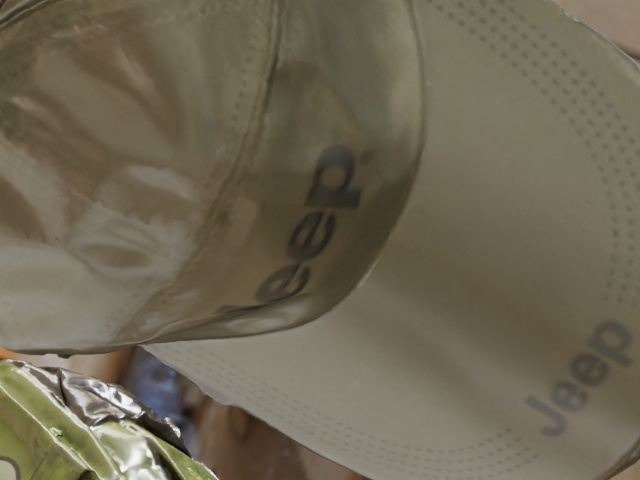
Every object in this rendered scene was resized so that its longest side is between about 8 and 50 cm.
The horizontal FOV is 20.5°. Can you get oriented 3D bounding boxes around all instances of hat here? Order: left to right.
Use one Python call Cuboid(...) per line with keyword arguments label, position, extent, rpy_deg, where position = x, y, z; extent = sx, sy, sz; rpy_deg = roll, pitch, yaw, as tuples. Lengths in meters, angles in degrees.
Cuboid(label="hat", position=(0.000, 0.000, 0.579), extent=(0.149, 0.245, 0.214), rpy_deg=(-28, -31, -60))

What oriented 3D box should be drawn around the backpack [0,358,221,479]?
Cuboid(label="backpack", position=(-0.127, 0.189, 0.946), extent=(0.253, 0.140, 0.207), rpy_deg=(30, 91, 47))
